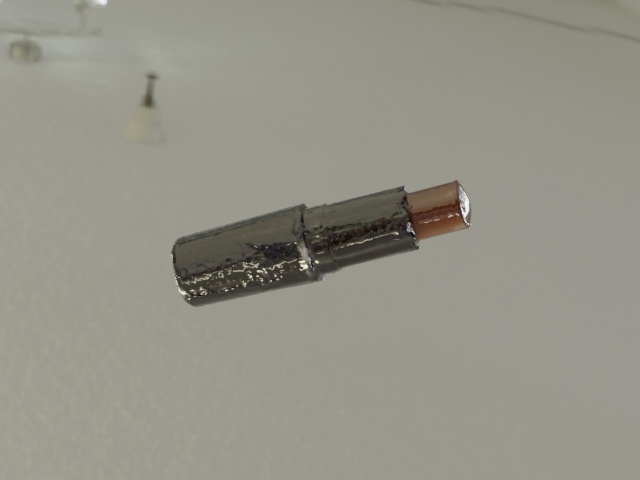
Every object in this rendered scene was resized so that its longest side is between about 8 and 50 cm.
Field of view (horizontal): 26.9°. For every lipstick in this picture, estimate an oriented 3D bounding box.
[{"bbox_3d":[0.000,0.000,1.306,0.299,0.081,0.081,-13,-157,12],"label":"lipstick"}]
